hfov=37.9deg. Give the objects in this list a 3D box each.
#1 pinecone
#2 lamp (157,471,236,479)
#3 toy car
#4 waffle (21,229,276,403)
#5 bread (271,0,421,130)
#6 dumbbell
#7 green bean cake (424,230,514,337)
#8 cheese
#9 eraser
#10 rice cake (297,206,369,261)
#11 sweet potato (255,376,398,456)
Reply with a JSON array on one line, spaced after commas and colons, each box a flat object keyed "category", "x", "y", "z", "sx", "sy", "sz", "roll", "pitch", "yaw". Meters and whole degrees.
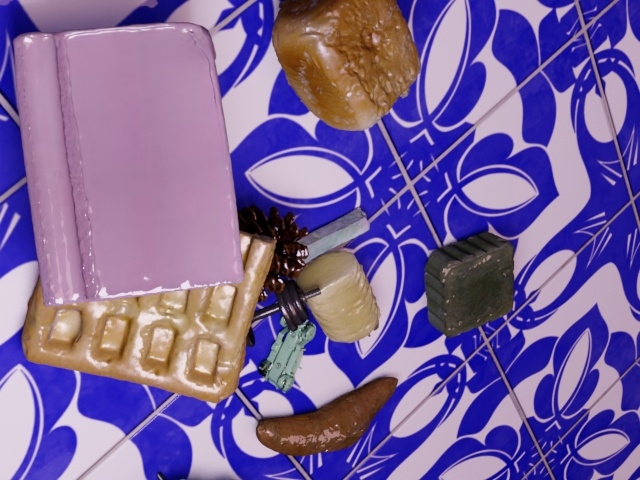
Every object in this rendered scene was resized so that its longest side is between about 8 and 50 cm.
[{"category": "pinecone", "x": -0.094, "y": 0.015, "z": 1.545, "sx": 0.165, "sy": 0.163, "sz": 0.163, "roll": -20, "pitch": 123, "yaw": -36}, {"category": "lamp", "x": -0.215, "y": 0.529, "z": 1.712, "sx": 0.209, "sy": 0.147, "sz": 0.284, "roll": -46, "pitch": 130, "yaw": -7}, {"category": "toy car", "x": -0.058, "y": 0.205, "z": 1.722, "sx": 0.054, "sy": 0.073, "sz": 0.143, "roll": 11, "pitch": 104, "yaw": -55}, {"category": "waffle", "x": -0.261, "y": 0.086, "z": 1.416, "sx": 0.348, "sy": 0.077, "sz": 0.304, "roll": 15, "pitch": 105, "yaw": -10}, {"category": "bread", "x": 0.032, "y": -0.299, "z": 1.473, "sx": 0.195, "sy": 0.176, "sz": 0.246, "roll": -50, "pitch": 129, "yaw": -22}, {"category": "dumbbell", "x": -0.097, "y": 0.125, "z": 1.616, "sx": 0.208, "sy": 0.099, "sz": 0.099, "roll": -21, "pitch": 127, "yaw": 3}, {"category": "green bean cake", "x": 0.303, "y": 0.089, "z": 1.913, "sx": 0.185, "sy": 0.094, "sz": 0.183, "roll": -21, "pitch": 123, "yaw": -26}, {"category": "cheese", "x": 0.037, "y": 0.107, "z": 1.712, "sx": 0.123, "sy": 0.094, "sz": 0.167, "roll": -23, "pitch": 134, "yaw": 4}, {"category": "eraser", "x": -0.259, "y": -0.107, "z": 1.270, "sx": 0.272, "sy": 0.122, "sz": 0.359, "roll": -6, "pitch": 95, "yaw": -10}, {"category": "rice cake", "x": 0.000, "y": 0.000, "z": 1.687, "sx": 0.211, "sy": 0.034, "sz": 0.043, "roll": -26, "pitch": 133, "yaw": -25}, {"category": "sweet potato", "x": 0.025, "y": 0.364, "z": 1.845, "sx": 0.341, "sy": 0.092, "sz": 0.114, "roll": -14, "pitch": 102, "yaw": -32}]
